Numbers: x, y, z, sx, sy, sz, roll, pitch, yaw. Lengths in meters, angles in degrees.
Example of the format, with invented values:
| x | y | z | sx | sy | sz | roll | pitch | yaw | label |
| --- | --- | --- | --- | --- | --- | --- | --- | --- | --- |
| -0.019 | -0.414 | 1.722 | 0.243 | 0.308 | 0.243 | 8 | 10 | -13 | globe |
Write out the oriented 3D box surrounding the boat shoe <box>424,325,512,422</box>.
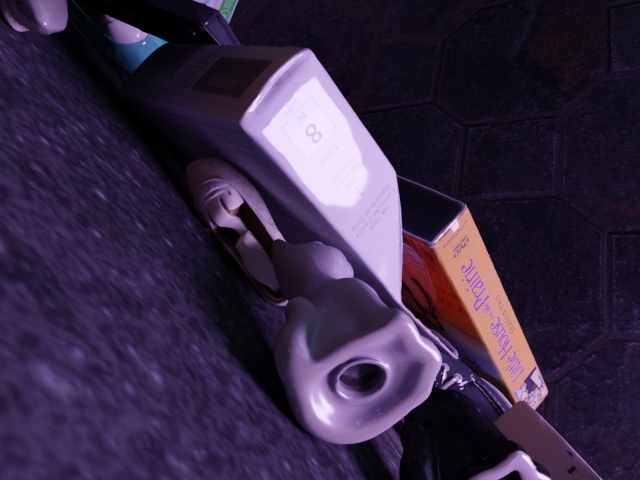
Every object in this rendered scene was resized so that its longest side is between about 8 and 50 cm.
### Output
| x | y | z | sx | sy | sz | roll | pitch | yaw | label |
| --- | --- | --- | --- | --- | --- | --- | --- | --- | --- |
| 0.131 | 0.177 | 0.760 | 0.302 | 0.114 | 0.091 | 36 | -8 | 39 | boat shoe |

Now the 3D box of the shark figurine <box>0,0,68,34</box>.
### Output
| x | y | z | sx | sy | sz | roll | pitch | yaw | label |
| --- | --- | --- | --- | --- | --- | --- | --- | --- | --- |
| -0.268 | -0.286 | 0.456 | 0.278 | 0.116 | 0.166 | 51 | 0 | -15 | shark figurine |

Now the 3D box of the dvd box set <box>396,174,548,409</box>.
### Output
| x | y | z | sx | sy | sz | roll | pitch | yaw | label |
| --- | --- | --- | --- | --- | --- | --- | --- | --- | --- |
| 0.126 | 0.056 | 0.809 | 0.308 | 0.062 | 0.420 | 32 | -16 | 46 | dvd box set |

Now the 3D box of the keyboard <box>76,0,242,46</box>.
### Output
| x | y | z | sx | sy | sz | roll | pitch | yaw | label |
| --- | --- | --- | --- | --- | --- | --- | --- | --- | --- |
| -0.227 | -0.275 | 0.616 | 0.317 | 0.033 | 0.201 | 27 | -1 | 19 | keyboard |

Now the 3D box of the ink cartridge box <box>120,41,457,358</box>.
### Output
| x | y | z | sx | sy | sz | roll | pitch | yaw | label |
| --- | --- | --- | --- | --- | --- | --- | --- | --- | --- |
| -0.015 | -0.046 | 0.662 | 0.308 | 0.091 | 0.385 | 25 | -17 | 51 | ink cartridge box |

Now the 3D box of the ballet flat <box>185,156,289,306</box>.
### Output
| x | y | z | sx | sy | sz | roll | pitch | yaw | label |
| --- | --- | --- | --- | --- | --- | --- | --- | --- | --- |
| -0.069 | -0.012 | 0.533 | 0.168 | 0.057 | 0.052 | 49 | 15 | 6 | ballet flat |

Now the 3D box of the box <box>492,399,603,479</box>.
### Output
| x | y | z | sx | sy | sz | roll | pitch | yaw | label |
| --- | --- | --- | --- | --- | --- | --- | --- | --- | --- |
| 0.253 | 0.309 | 0.609 | 0.232 | 0.127 | 0.148 | 50 | 2 | -17 | box |

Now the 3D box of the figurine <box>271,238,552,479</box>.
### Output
| x | y | z | sx | sy | sz | roll | pitch | yaw | label |
| --- | --- | --- | --- | --- | --- | --- | --- | --- | --- |
| 0.043 | 0.093 | 0.447 | 0.215 | 0.092 | 0.209 | 48 | 3 | -20 | figurine |

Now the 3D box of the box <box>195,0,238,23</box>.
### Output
| x | y | z | sx | sy | sz | roll | pitch | yaw | label |
| --- | --- | --- | --- | --- | --- | --- | --- | --- | --- |
| -0.321 | -0.491 | 1.087 | 0.262 | 0.126 | 0.231 | 32 | 15 | 21 | box |

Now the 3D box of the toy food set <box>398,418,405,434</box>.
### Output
| x | y | z | sx | sy | sz | roll | pitch | yaw | label |
| --- | --- | --- | --- | --- | --- | --- | --- | --- | --- |
| 0.102 | 0.213 | 0.644 | 0.078 | 0.019 | 0.122 | 49 | 10 | -12 | toy food set |

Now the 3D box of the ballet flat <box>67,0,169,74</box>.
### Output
| x | y | z | sx | sy | sz | roll | pitch | yaw | label |
| --- | --- | --- | --- | --- | --- | --- | --- | --- | --- |
| -0.283 | -0.309 | 0.778 | 0.247 | 0.083 | 0.087 | 45 | -20 | 8 | ballet flat |
